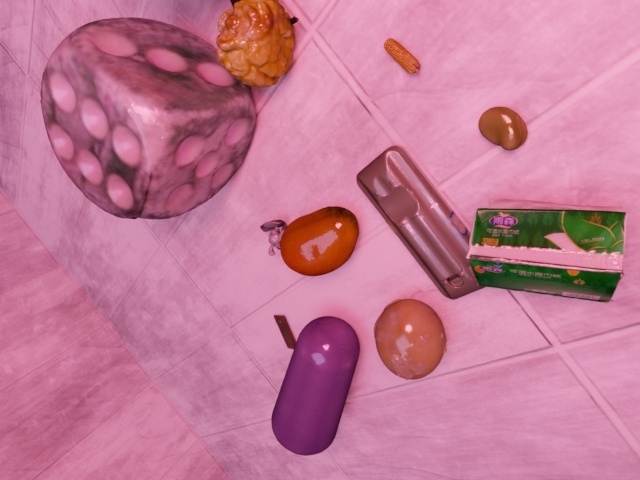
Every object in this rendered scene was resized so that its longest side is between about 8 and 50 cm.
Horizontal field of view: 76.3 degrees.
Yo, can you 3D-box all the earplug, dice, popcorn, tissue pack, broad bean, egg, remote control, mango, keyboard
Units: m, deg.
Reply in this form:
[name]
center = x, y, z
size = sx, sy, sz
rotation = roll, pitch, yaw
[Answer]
[earplug]
center = -0.008, 0.402, 1.172
size = 0.215, 0.215, 0.456
rotation = 28, 126, 21
[dice]
center = -0.380, -0.268, 0.932
size = 0.328, 0.348, 0.330
rotation = 40, 135, 8
[popcorn]
center = -0.118, -0.391, 0.794
size = 0.142, 0.173, 0.173
rotation = 20, 129, 47
[tissue pack]
center = 0.369, 0.000, 0.674
size = 0.209, 0.156, 0.148
rotation = 6, 162, 32
[broad bean]
center = 0.302, -0.187, 0.674
size = 0.083, 0.045, 0.063
rotation = 46, 146, 16
[egg]
center = 0.201, 0.224, 0.924
size = 0.164, 0.164, 0.201
rotation = 11, 127, 32
[remote control]
center = 0.207, -0.029, 0.826
size = 0.335, 0.065, 0.128
rotation = 52, 136, -1
[mango]
center = 0.001, 0.006, 0.967
size = 0.221, 0.120, 0.151
rotation = -19, 103, 33
[keyboard]
center = -0.110, 0.294, 1.305
size = 0.049, 0.015, 0.129
rotation = -4, 114, 44

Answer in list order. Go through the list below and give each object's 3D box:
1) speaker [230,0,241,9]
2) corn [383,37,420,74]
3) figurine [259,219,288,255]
[speaker]
center = -0.102, -0.507, 0.784
size = 0.191, 0.040, 0.046
rotation = -12, 107, 42
[corn]
center = 0.146, -0.323, 0.718
size = 0.083, 0.028, 0.027
rotation = 48, 140, 8
[figurine]
center = -0.107, -0.010, 1.064
size = 0.094, 0.082, 0.086
rotation = -23, 80, 51
